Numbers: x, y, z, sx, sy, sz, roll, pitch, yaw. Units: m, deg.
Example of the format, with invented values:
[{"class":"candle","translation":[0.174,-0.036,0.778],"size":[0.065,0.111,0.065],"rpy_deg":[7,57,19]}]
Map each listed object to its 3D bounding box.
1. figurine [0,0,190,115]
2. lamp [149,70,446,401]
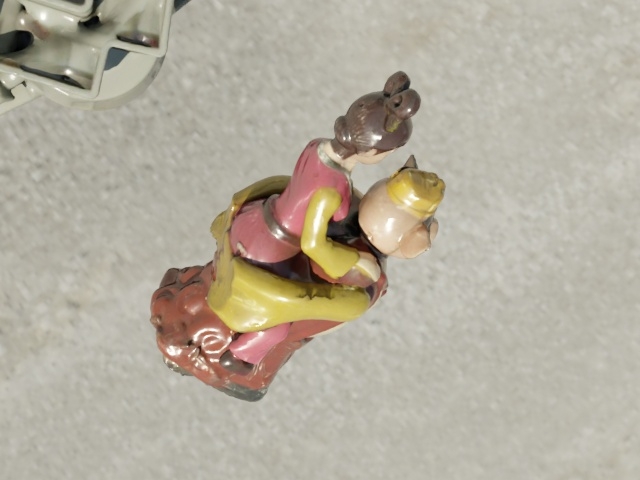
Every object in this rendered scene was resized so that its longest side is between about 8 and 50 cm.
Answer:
[{"class":"figurine","translation":[-0.229,-0.206,1.300],"size":[0.343,0.285,0.167],"rpy_deg":[-12,95,-8]},{"class":"lamp","translation":[0.000,0.000,0.840],"size":[0.118,0.118,0.253],"rpy_deg":[14,132,-47]}]
